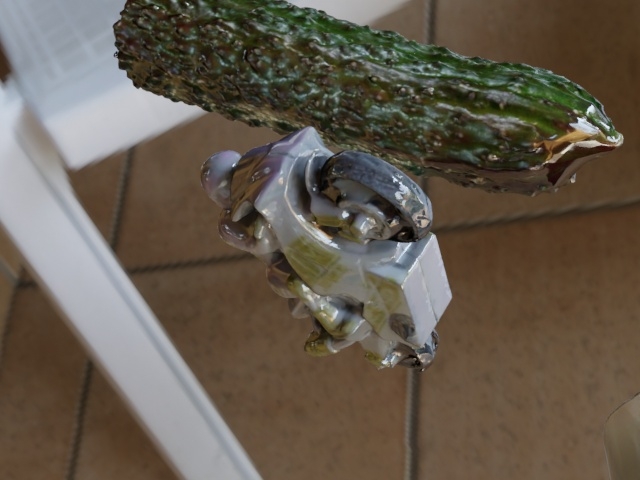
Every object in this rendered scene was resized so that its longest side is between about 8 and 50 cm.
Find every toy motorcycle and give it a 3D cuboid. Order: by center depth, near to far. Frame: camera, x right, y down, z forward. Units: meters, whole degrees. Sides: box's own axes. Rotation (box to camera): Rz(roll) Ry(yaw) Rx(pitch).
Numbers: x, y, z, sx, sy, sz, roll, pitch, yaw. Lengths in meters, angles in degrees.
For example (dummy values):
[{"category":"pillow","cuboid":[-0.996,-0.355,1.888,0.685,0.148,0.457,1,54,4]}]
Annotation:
[{"category":"toy motorcycle","cuboid":[0.000,0.000,0.882,0.152,0.225,0.073,26,67,19]}]

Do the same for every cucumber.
[{"category":"cucumber","cuboid":[0.027,-0.097,0.999,0.359,0.096,0.096,21,64,29]}]

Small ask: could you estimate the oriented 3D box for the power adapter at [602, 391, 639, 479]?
[{"category":"power adapter","cuboid":[0.280,0.221,0.941,0.124,0.187,0.255,-41,31,32]}]
